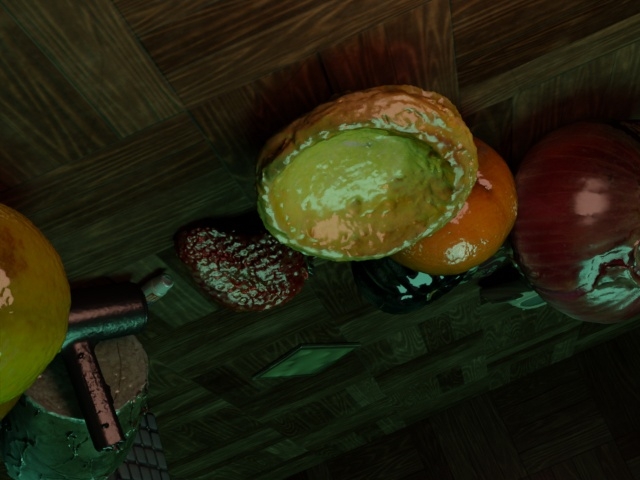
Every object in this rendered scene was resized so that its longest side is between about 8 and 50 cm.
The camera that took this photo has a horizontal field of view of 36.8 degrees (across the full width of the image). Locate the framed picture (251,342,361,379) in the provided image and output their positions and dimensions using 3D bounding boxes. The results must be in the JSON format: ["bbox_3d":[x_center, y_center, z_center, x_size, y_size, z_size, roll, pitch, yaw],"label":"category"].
[{"bbox_3d":[-0.030,0.284,2.268,0.173,0.010,0.231,-36,155,30],"label":"framed picture"}]

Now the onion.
[{"bbox_3d":[0.469,-0.035,1.572,0.354,0.353,0.353,-20,158,-8],"label":"onion"}]

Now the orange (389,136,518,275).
[{"bbox_3d":[0.176,-0.057,1.390,0.224,0.224,0.170,-19,138,-9],"label":"orange"}]

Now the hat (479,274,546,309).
[{"bbox_3d":[0.496,0.084,2.238,0.226,0.164,0.219,11,179,33],"label":"hat"}]

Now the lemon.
[{"bbox_3d":[-0.406,0.069,1.068,0.267,0.267,0.267,-20,158,-8],"label":"lemon"}]

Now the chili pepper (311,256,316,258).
[{"bbox_3d":[0.000,-0.003,1.569,0.169,0.065,0.088,-25,-179,25],"label":"chili pepper"}]

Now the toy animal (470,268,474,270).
[{"bbox_3d":[0.303,-0.039,1.764,0.182,0.131,0.127,-35,-172,47],"label":"toy animal"}]

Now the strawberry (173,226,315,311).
[{"bbox_3d":[-0.110,0.054,1.473,0.236,0.106,0.175,-1,161,-18],"label":"strawberry"}]

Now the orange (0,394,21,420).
[{"bbox_3d":[-0.505,0.179,1.312,0.206,0.206,0.206,-20,158,-8],"label":"orange"}]

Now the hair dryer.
[{"bbox_3d":[-0.339,0.191,1.423,0.197,0.251,0.089,-10,166,-34],"label":"hair dryer"}]

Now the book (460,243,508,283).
[{"bbox_3d":[0.292,0.064,2.053,0.232,0.022,0.162,-15,157,-20],"label":"book"}]

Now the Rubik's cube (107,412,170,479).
[{"bbox_3d":[-0.474,0.493,2.014,0.237,0.238,0.237,-27,156,12],"label":"Rubik's cube"}]

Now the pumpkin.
[{"bbox_3d":[0.157,0.029,1.647,0.220,0.162,0.220,-28,167,-7],"label":"pumpkin"}]

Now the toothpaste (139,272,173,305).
[{"bbox_3d":[-0.311,0.110,1.557,0.218,0.033,0.052,-33,151,35],"label":"toothpaste"}]

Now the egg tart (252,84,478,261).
[{"bbox_3d":[0.053,-0.097,1.233,0.294,0.123,0.294,-4,137,-4],"label":"egg tart"}]

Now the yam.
[{"bbox_3d":[-0.412,0.272,1.598,0.241,0.241,0.348,-12,155,-26],"label":"yam"}]
